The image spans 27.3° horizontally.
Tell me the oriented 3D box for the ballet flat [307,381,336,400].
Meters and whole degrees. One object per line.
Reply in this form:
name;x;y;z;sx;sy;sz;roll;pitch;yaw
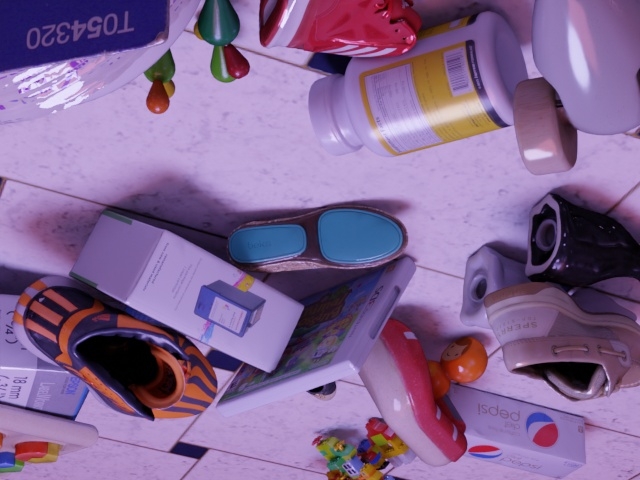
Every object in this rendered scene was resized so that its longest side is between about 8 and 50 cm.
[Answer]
ballet flat;-0.028;0.175;1.744;0.058;0.049;0.173;-10;145;24

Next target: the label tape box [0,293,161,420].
label tape box;-0.364;0.165;1.672;0.334;0.105;0.240;4;150;-18

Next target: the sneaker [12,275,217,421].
sneaker;-0.197;0.159;1.511;0.180;0.124;0.321;25;175;42

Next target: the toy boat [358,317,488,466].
toy boat;0.143;0.174;1.667;0.151;0.151;0.231;-35;140;4

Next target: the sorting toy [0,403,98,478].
sorting toy;-0.423;0.268;1.703;0.208;0.038;0.193;-26;147;36

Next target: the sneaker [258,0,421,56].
sneaker;0.040;-0.223;1.086;0.128;0.087;0.221;7;160;-22

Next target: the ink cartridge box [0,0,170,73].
ink cartridge box;-0.244;-0.256;0.817;0.324;0.330;0.071;-7;158;18

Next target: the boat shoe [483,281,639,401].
boat shoe;0.280;0.131;1.439;0.109;0.098;0.302;-22;151;30

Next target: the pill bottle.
pill bottle;0.086;-0.133;1.182;0.184;0.103;0.103;-13;144;28

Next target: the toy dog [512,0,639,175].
toy dog;0.210;-0.211;1.038;0.220;0.161;0.333;4;134;8

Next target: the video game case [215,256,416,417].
video game case;-0.005;0.111;1.516;0.212;0.193;0.023;-24;111;38

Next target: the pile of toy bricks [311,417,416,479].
pile of toy bricks;0.033;0.328;1.951;0.105;0.118;0.212;48;147;-6

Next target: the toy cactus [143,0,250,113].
toy cactus;-0.122;-0.206;1.114;0.180;0.112;0.219;-29;127;28

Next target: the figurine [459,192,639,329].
figurine;0.293;0.050;1.471;0.210;0.092;0.215;15;148;-22

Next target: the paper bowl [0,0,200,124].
paper bowl;-0.191;-0.209;0.928;0.284;0.284;0.148;-11;147;24

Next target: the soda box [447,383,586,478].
soda box;0.259;0.266;1.827;0.216;0.073;0.069;16;147;-17

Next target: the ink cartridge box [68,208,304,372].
ink cartridge box;-0.149;0.058;1.479;0.212;0.093;0.154;32;171;-34

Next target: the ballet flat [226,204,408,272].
ballet flat;0.000;0.000;1.461;0.206;0.073;0.067;-1;174;15
